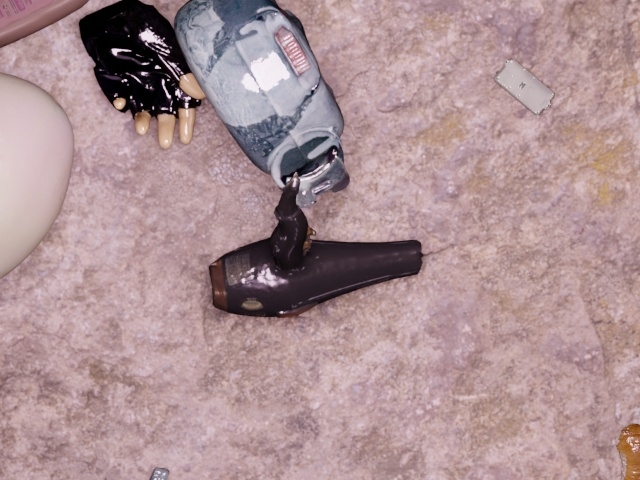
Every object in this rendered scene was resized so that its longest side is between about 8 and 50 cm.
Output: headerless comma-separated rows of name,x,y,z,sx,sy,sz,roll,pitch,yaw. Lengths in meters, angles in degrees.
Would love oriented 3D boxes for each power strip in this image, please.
power strip,0.287,-0.217,1.314,0.090,0.016,0.040,39,95,-2

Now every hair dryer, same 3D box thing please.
hair dryer,0.000,0.000,1.192,0.303,0.359,0.120,-6,68,-4

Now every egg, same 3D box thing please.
egg,-0.486,-0.079,1.225,0.345,0.283,0.283,-38,93,-1

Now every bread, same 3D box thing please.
bread,0.493,0.327,1.343,0.126,0.044,0.129,0,98,3

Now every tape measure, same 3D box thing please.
tape measure,-0.069,-0.209,1.211,0.147,0.256,0.275,-31,120,3

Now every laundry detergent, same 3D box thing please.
laundry detergent,-0.410,-0.383,1.295,0.237,0.076,0.171,-26,93,4

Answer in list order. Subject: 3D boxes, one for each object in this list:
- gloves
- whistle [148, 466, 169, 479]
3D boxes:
gloves,-0.235,-0.225,1.288,0.164,0.124,0.203,-7,123,31
whistle,-0.275,0.436,1.351,0.123,0.123,0.223,17,82,1
